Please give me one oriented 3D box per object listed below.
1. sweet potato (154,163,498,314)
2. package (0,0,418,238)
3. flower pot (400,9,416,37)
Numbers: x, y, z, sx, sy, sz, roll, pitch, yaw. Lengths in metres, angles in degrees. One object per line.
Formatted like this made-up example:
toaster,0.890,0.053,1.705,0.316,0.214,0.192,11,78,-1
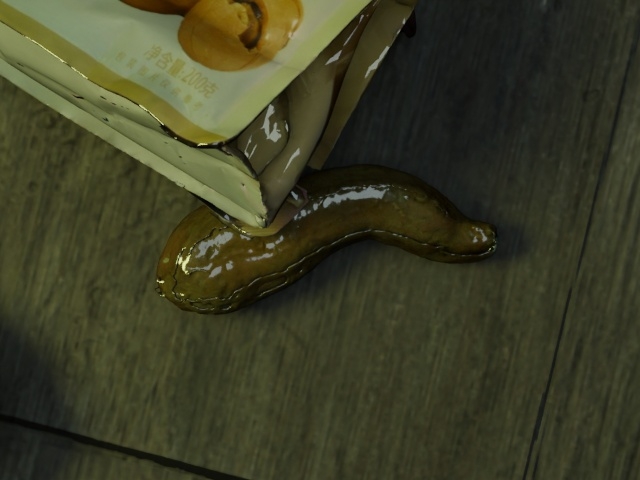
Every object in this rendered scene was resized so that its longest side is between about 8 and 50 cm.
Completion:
sweet potato,0.001,-0.006,1.071,0.233,0.062,0.081,-11,103,-7
package,-0.119,-0.148,1.013,0.311,0.165,0.221,32,59,16
flower pot,0.006,-0.176,1.065,0.089,0.111,0.111,-16,88,11
